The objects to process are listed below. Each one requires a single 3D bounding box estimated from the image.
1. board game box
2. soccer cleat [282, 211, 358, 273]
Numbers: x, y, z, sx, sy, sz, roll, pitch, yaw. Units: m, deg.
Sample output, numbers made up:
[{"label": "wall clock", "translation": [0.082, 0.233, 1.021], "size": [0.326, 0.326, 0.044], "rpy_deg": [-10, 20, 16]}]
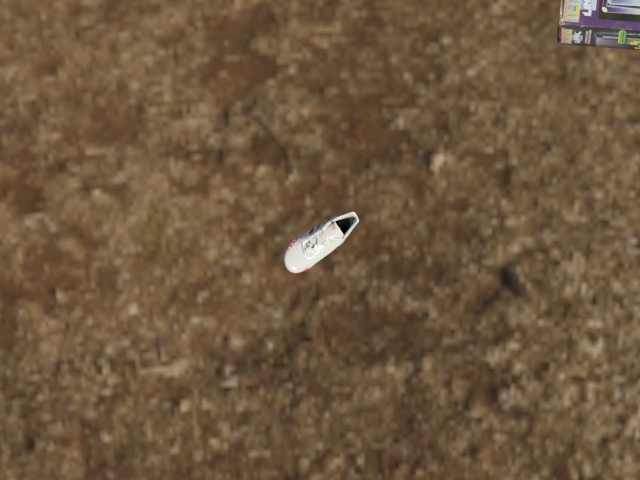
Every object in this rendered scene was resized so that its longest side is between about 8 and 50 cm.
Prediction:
[{"label": "board game box", "translation": [0.326, -0.284, 1.726], "size": [0.141, 0.048, 0.170], "rpy_deg": [6, 70, 10]}, {"label": "soccer cleat", "translation": [0.000, 0.000, 1.384], "size": [0.083, 0.035, 0.029], "rpy_deg": [-35, 91, -41]}]
